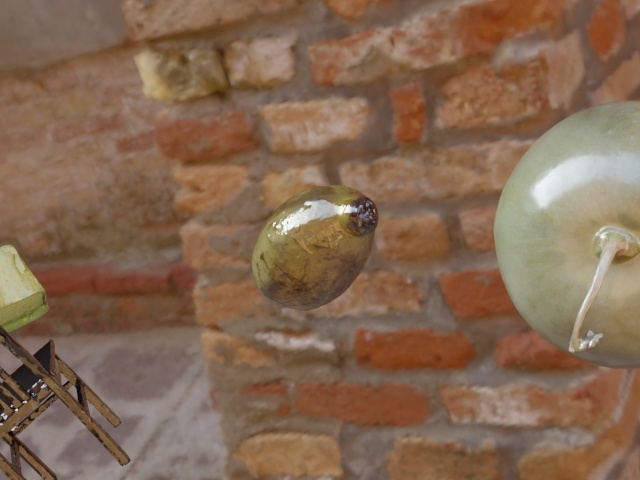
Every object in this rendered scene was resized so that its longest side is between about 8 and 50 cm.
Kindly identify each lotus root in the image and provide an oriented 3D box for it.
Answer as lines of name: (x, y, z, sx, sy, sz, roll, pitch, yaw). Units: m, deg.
lotus root: (0.000, 0.000, 1.266, 0.138, 0.138, 0.214, -42, 0, -41)

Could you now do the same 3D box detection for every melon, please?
melon: (0.292, -0.006, 1.049, 0.271, 0.272, 0.308, -20, -9, 0)
melon: (-0.308, 0.037, 0.959, 0.118, 0.064, 0.209, -29, -14, -14)

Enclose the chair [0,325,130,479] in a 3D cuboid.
chair: (-0.242, 0.101, 0.830, 0.084, 0.212, 0.101, -42, 17, -6)
